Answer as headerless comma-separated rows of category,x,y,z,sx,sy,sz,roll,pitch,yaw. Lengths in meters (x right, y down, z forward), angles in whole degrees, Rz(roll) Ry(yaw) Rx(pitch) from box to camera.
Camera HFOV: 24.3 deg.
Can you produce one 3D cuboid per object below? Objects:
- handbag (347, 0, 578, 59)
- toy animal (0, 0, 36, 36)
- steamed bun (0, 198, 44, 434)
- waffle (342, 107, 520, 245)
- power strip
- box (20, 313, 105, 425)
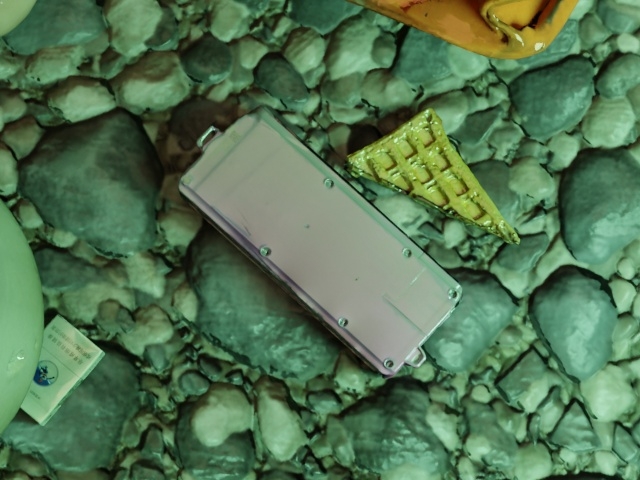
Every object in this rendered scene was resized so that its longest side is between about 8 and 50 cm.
handbag,0.140,-0.370,1.298,0.304,0.116,0.410,24,66,14
toy animal,-0.291,-0.278,1.309,0.165,0.149,0.248,32,91,-12
steamed bun,-0.387,0.066,1.200,0.324,0.206,0.324,1,77,-4
waffle,0.100,-0.035,1.330,0.097,0.023,0.152,-33,83,-6
power strip,0.000,0.000,1.312,0.279,0.037,0.109,42,80,6
box,-0.235,0.113,1.290,0.054,0.024,0.083,40,79,4
